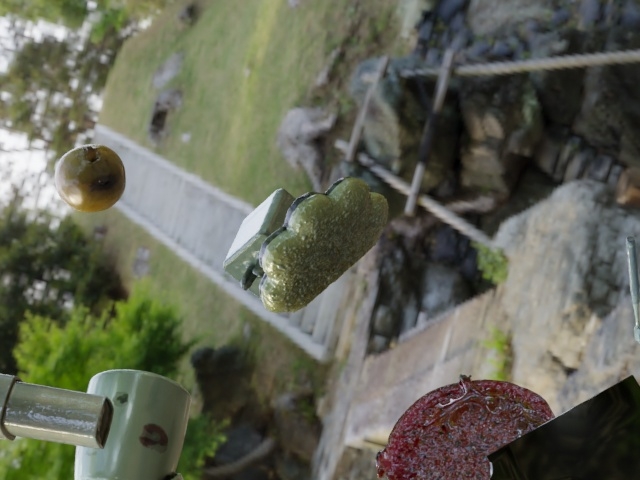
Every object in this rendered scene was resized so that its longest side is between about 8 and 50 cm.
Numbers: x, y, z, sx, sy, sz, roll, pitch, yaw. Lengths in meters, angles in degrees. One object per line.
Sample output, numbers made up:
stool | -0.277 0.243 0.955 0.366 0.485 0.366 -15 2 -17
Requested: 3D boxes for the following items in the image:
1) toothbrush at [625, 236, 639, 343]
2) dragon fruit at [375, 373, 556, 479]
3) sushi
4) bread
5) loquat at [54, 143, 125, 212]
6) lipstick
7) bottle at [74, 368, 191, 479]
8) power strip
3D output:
toothbrush | 0.505 0.084 1.760 0.019 0.016 0.219 -110 3 -56
dragon fruit | 0.319 0.477 2.216 0.371 0.386 0.249 -83 -20 -48
sushi | 0.243 0.240 0.974 0.172 0.153 0.150 61 177 15
bread | 0.000 0.000 1.869 0.286 0.056 0.207 -44 -35 -10
loquat | -0.483 -0.130 2.311 0.163 0.137 0.163 -45 -22 -23
lipstick | -0.397 0.214 1.409 0.077 0.252 0.079 84 -166 -62
bottle | -0.366 0.445 2.101 0.229 0.229 0.352 107 170 -59
power strip | -0.091 0.029 2.126 0.139 0.140 0.224 -39 19 32
